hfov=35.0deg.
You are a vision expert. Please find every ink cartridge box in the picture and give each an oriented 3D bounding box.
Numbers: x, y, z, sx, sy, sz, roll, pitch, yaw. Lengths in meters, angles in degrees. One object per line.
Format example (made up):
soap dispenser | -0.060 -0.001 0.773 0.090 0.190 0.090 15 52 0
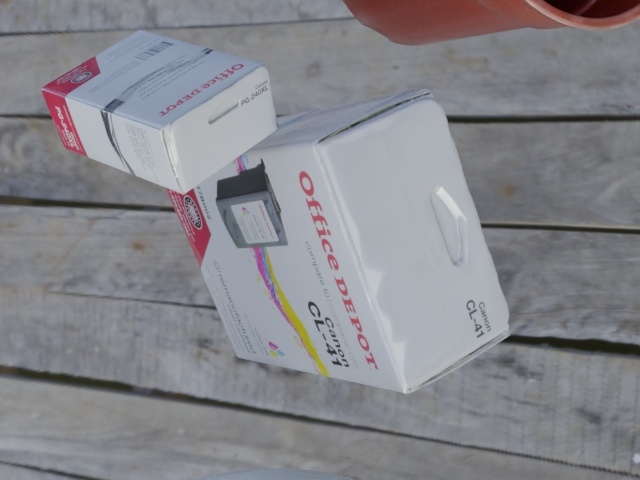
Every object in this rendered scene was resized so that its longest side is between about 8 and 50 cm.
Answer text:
ink cartridge box | -0.124 -0.104 0.793 0.151 0.109 0.063 22 138 37
ink cartridge box | 0.000 0.000 0.925 0.306 0.131 0.226 0 114 60

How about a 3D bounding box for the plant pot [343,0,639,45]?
plant pot | 0.153 -0.307 0.962 0.265 0.273 0.272 -4 86 59

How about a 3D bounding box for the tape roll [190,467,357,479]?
tape roll | -0.067 0.331 0.831 0.392 0.392 0.072 6 116 28
